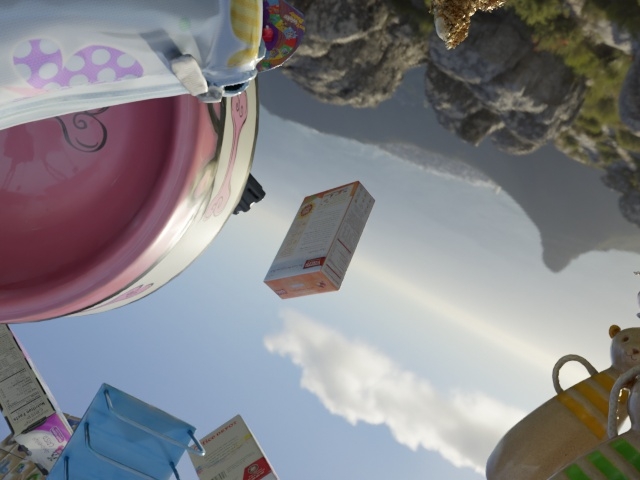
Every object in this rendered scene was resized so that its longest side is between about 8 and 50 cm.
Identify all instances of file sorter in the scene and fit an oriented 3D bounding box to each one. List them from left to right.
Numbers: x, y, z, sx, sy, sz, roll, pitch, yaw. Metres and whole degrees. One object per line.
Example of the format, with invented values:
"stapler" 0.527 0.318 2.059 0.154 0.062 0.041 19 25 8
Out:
"file sorter" -0.213 0.258 0.649 0.118 0.170 0.104 33 169 -18

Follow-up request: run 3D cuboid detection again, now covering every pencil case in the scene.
"pencil case" -0.161 -0.102 0.295 0.273 0.124 0.113 -21 -164 -26

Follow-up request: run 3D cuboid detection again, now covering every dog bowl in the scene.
"dog bowl" -0.257 -0.113 0.516 0.407 0.408 0.150 27 -173 -7

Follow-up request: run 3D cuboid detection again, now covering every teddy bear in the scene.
"teddy bear" 0.256 -0.478 1.041 0.113 0.338 0.245 5 131 40

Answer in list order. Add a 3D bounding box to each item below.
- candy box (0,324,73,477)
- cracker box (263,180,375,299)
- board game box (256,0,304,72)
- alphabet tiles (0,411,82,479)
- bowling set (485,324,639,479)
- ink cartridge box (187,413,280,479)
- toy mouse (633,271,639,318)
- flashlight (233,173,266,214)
"candy box" -0.489 0.259 1.047 0.233 0.071 0.159 43 151 32
"cracker box" 0.000 0.000 1.245 0.155 0.232 0.067 -13 131 42
"board game box" -0.106 -0.335 0.948 0.168 0.133 0.033 41 166 10
"alphabet tiles" -0.528 0.427 1.136 0.342 0.285 0.011 -1 123 39
"bowling set" 0.193 0.146 0.292 0.287 0.154 0.200 47 -176 40
"ink cartridge box" -0.158 0.459 1.228 0.176 0.128 0.127 42 159 54
"toy mouse" 0.347 0.085 0.596 0.143 0.031 0.161 -10 -142 -37
"flashlight" -0.243 -0.174 1.209 0.304 0.103 0.103 48 -174 -28
